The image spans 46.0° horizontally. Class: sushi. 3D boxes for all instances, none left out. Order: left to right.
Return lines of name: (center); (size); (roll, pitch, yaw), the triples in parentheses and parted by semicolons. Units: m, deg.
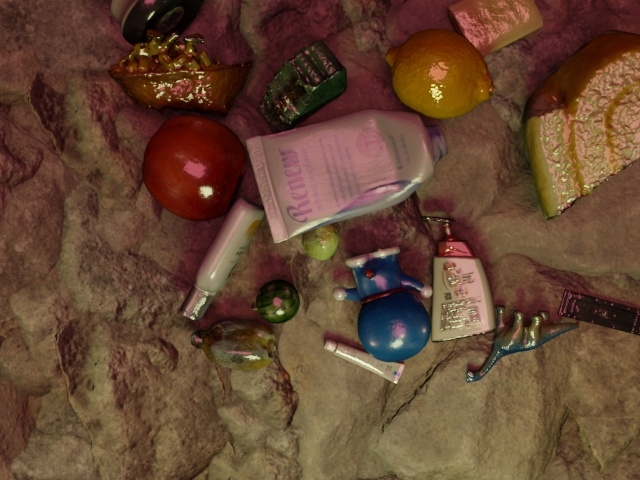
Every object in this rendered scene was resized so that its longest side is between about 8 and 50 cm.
sushi: (-0.294, -0.354, 1.602); (0.297, 0.167, 0.179); (5, 106, -8)

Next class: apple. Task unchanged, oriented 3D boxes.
apple: (-0.262, -0.153, 1.601); (0.201, 0.218, 0.218); (21, 93, 7)

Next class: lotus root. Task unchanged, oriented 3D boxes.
lotus root: (-0.196, 0.231, 1.691); (0.192, 0.088, 0.113); (6, 77, 0)

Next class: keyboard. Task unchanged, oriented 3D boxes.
keyboard: (0.650, 0.167, 1.727); (0.205, 0.013, 0.061); (14, 93, -1)

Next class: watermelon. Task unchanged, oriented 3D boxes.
watermelon: (-0.099, 0.138, 1.679); (0.109, 0.109, 0.108); (0, 94, 0)

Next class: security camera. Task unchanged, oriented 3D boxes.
security camera: (-0.405, -0.561, 1.594); (0.191, 0.197, 0.277); (-42, 86, 11)

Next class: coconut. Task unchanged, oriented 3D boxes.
coconut: (0.000, 0.000, 1.679); (0.088, 0.096, 0.087); (10, 56, -15)

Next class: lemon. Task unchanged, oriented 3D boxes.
lemon: (0.253, -0.353, 1.608); (0.244, 0.187, 0.186); (19, 93, 3)

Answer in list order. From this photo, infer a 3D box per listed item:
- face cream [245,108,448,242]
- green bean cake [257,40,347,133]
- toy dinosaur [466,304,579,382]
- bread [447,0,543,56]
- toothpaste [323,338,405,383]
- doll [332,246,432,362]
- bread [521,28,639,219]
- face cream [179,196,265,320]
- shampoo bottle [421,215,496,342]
face cream: (0.070, -0.163, 1.636); (0.420, 0.137, 0.234); (-16, 92, -1)
green bean cake: (-0.045, -0.324, 1.598); (0.193, 0.208, 0.107); (-34, 90, 0)
toy dinosaur: (0.464, 0.247, 1.718); (0.248, 0.075, 0.188); (5, 102, -6)
bread: (0.384, -0.490, 1.660); (0.178, 0.060, 0.139); (-25, 94, 1)
toothpaste: (0.097, 0.271, 1.724); (0.190, 0.031, 0.048); (23, 90, -5)
doll: (0.143, 0.142, 1.667); (0.215, 0.161, 0.256); (-16, 77, 14)
bread: (0.565, -0.256, 1.594); (0.395, 0.239, 0.264); (-37, 89, 3)
face cream: (-0.218, 0.041, 1.648); (0.071, 0.144, 0.291); (31, 95, 3)
shampoo bottle: (0.299, 0.077, 1.692); (0.153, 0.071, 0.284); (-10, 90, 14)
